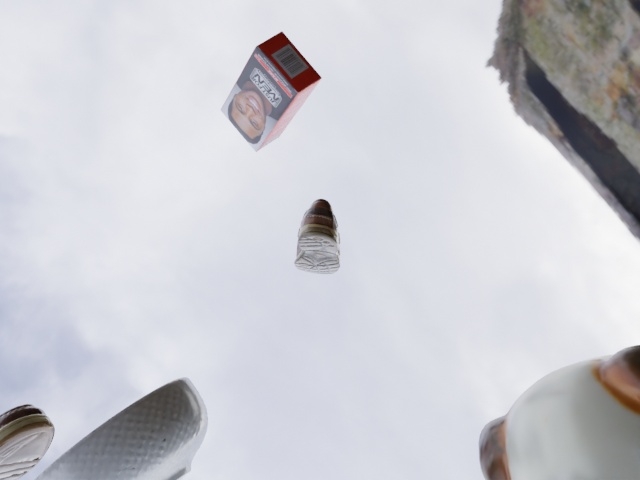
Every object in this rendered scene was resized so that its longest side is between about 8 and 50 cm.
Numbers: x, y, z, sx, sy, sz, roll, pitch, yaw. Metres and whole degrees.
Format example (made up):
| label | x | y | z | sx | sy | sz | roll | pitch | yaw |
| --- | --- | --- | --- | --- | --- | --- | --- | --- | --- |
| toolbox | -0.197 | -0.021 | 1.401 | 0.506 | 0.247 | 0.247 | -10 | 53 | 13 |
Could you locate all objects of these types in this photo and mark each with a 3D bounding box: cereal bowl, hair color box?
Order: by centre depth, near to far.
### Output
| label | x | y | z | sx | sy | sz | roll | pitch | yaw |
| --- | --- | --- | --- | --- | --- | --- | --- | --- | --- |
| hair color box | -0.060 | -0.168 | 0.885 | 0.043 | 0.141 | 0.072 | -40 | -92 | -31 |
| cereal bowl | -0.328 | 0.392 | 1.328 | 0.141 | 0.339 | 0.339 | 51 | -141 | 9 |

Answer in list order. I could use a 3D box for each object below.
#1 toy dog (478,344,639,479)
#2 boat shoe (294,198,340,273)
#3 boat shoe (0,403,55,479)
| label | x | y | z | sx | sy | sz | roll | pitch | yaw |
| --- | --- | --- | --- | --- | --- | --- | --- | --- | --- |
| toy dog | 0.294 | 0.297 | 0.648 | 0.395 | 0.284 | 0.408 | 2 | -124 | -33 |
| boat shoe | 0.000 | 0.000 | 1.040 | 0.064 | 0.178 | 0.060 | 8 | -111 | 1 |
| boat shoe | -0.500 | 0.299 | 1.057 | 0.123 | 0.342 | 0.123 | 2 | -126 | -55 |
